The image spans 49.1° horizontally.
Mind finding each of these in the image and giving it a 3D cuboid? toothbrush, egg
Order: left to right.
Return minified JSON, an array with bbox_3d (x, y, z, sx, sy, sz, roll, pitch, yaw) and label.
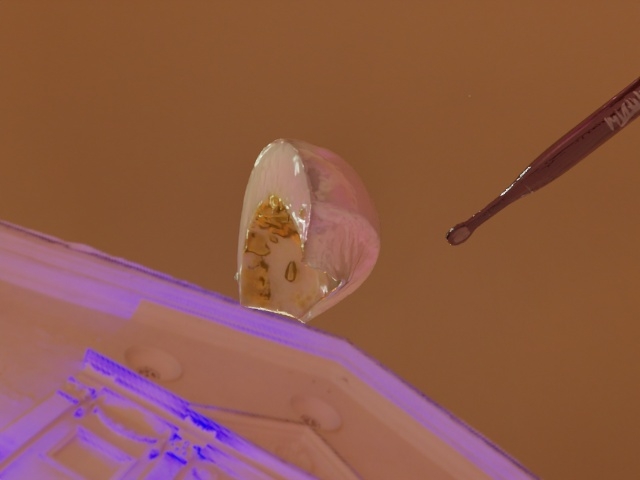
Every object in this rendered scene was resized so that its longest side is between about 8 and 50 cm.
[{"bbox_3d":[0.000,-0.019,0.904,0.161,0.271,0.206,5,-118,-24],"label":"egg"},{"bbox_3d":[0.308,-0.108,0.888,0.364,0.041,0.041,-39,-89,11],"label":"toothbrush"}]
